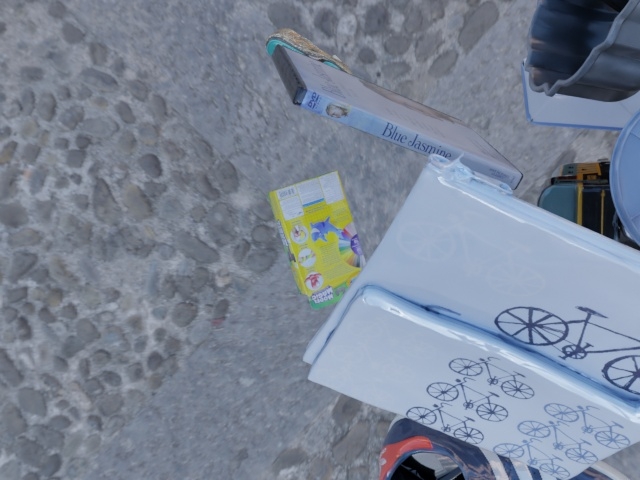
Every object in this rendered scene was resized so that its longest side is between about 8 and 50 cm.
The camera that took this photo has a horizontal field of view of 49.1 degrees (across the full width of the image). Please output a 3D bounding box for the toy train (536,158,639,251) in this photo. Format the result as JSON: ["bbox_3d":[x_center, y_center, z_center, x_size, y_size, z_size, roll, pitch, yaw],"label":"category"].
[{"bbox_3d":[0.431,-0.060,1.066,0.190,0.334,0.142,2,106,19],"label":"toy train"}]

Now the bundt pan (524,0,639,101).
[{"bbox_3d":[0.386,-0.318,0.859,0.124,0.331,0.330,17,88,-8],"label":"bundt pan"}]

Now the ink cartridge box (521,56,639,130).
[{"bbox_3d":[0.651,-0.373,1.488,0.270,0.395,0.151,15,129,43],"label":"ink cartridge box"}]

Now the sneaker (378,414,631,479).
[{"bbox_3d":[0.238,0.336,0.901,0.350,0.148,0.131,12,117,20],"label":"sneaker"}]

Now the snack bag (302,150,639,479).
[{"bbox_3d":[0.176,0.100,0.640,0.323,0.342,0.037,24,49,-4],"label":"snack bag"}]

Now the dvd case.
[{"bbox_3d":[0.075,-0.135,0.746,0.253,0.180,0.022,18,113,-19],"label":"dvd case"}]

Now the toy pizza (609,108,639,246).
[{"bbox_3d":[0.408,-0.064,0.759,0.202,0.032,0.201,0,85,-3],"label":"toy pizza"}]

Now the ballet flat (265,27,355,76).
[{"bbox_3d":[-0.002,-0.331,1.298,0.206,0.073,0.067,32,49,-11],"label":"ballet flat"}]

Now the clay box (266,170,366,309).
[{"bbox_3d":[0.000,0.000,1.246,0.128,0.053,0.221,-19,97,-19],"label":"clay box"}]
